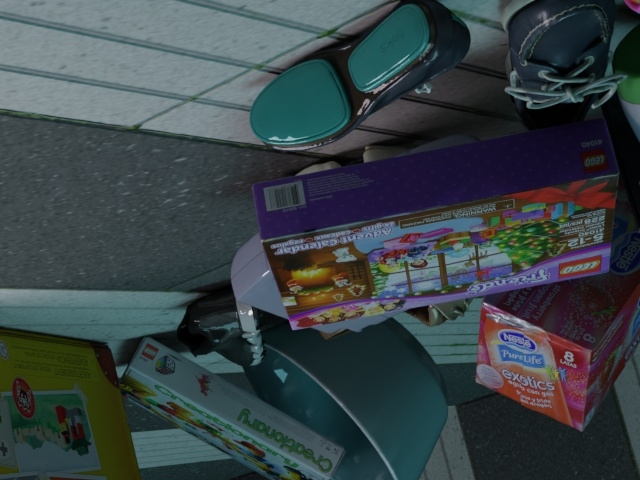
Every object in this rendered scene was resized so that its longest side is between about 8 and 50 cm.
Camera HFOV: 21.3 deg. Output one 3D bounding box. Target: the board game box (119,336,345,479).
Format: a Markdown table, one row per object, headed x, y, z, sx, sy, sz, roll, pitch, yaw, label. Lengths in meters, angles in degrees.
| x | y | z | sx | sy | sz | roll | pitch | yaw | label |
| --- | --- | --- | --- | --- | --- | --- | --- | --- | --- |
| -0.127 | 0.242 | 2.310 | 0.305 | 0.053 | 0.193 | 29 | 160 | -3 | board game box |

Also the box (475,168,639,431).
| x | y | z | sx | sy | sz | roll | pitch | yaw | label |
| --- | --- | --- | --- | --- | --- | --- | --- | --- | --- |
| 0.264 | 0.041 | 1.667 | 0.257 | 0.122 | 0.128 | -50 | 152 | -34 | box |

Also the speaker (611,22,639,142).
| x | y | z | sx | sy | sz | roll | pitch | yaw | label |
| --- | --- | --- | --- | --- | --- | --- | --- | --- | --- |
| 0.353 | -0.053 | 1.422 | 0.131 | 0.296 | 0.131 | -26 | -152 | 15 | speaker |

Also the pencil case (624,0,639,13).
| x | y | z | sx | sy | sz | roll | pitch | yaw | label |
| --- | --- | --- | --- | --- | --- | --- | --- | --- | --- |
| 0.297 | -0.215 | 1.084 | 0.236 | 0.104 | 0.104 | -14 | 168 | 2 | pencil case |

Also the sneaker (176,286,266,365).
| x | y | z | sx | sy | sz | roll | pitch | yaw | label |
| --- | --- | --- | --- | --- | --- | --- | --- | --- | --- |
| -0.124 | 0.109 | 2.107 | 0.106 | 0.078 | 0.234 | -11 | 164 | -4 | sneaker |

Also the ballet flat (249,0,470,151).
| x | y | z | sx | sy | sz | roll | pitch | yaw | label |
| --- | --- | --- | --- | --- | --- | --- | --- | --- | --- |
| 0.034 | -0.120 | 1.280 | 0.074 | 0.074 | 0.203 | -2 | 160 | -46 | ballet flat |

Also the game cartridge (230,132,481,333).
| x | y | z | sx | sy | sz | roll | pitch | yaw | label |
| --- | --- | --- | --- | --- | --- | --- | --- | --- | --- |
| 0.070 | -0.002 | 1.575 | 0.294 | 0.060 | 0.196 | -27 | 152 | 31 | game cartridge |

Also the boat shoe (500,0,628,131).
| x | y | z | sx | sy | sz | roll | pitch | yaw | label |
| --- | --- | --- | --- | --- | --- | --- | --- | --- | --- |
| 0.187 | -0.138 | 1.339 | 0.095 | 0.079 | 0.254 | -12 | 167 | -4 | boat shoe |

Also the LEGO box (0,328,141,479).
| x | y | z | sx | sy | sz | roll | pitch | yaw | label |
| --- | --- | --- | --- | --- | --- | --- | --- | --- | --- |
| -0.391 | 0.305 | 1.970 | 0.193 | 0.372 | 0.500 | -18 | 167 | 16 | LEGO box |

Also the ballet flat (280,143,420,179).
| x | y | z | sx | sy | sz | roll | pitch | yaw | label |
| --- | --- | --- | --- | --- | --- | --- | --- | --- | --- |
| 0.036 | -0.055 | 1.597 | 0.188 | 0.070 | 0.070 | -20 | 167 | 8 | ballet flat |

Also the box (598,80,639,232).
| x | y | z | sx | sy | sz | roll | pitch | yaw | label |
| --- | --- | --- | --- | --- | --- | --- | --- | --- | --- |
| 0.364 | -0.099 | 1.564 | 0.180 | 0.147 | 0.077 | -19 | 167 | 24 | box |

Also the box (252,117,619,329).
| x | y | z | sx | sy | sz | roll | pitch | yaw | label |
| --- | --- | --- | --- | --- | --- | --- | --- | --- | --- |
| 0.101 | -0.008 | 1.449 | 0.293 | 0.057 | 0.201 | -11 | 155 | 3 | box |

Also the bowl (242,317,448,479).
| x | y | z | sx | sy | sz | roll | pitch | yaw | label |
| --- | --- | --- | --- | --- | --- | --- | --- | --- | --- |
| 0.053 | 0.202 | 2.309 | 0.163 | 0.311 | 0.311 | -42 | 176 | -19 | bowl |

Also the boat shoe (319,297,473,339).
| x | y | z | sx | sy | sz | roll | pitch | yaw | label |
| --- | --- | --- | --- | --- | --- | --- | --- | --- | --- |
| 0.131 | 0.046 | 2.008 | 0.324 | 0.116 | 0.123 | -12 | 168 | -10 | boat shoe |
